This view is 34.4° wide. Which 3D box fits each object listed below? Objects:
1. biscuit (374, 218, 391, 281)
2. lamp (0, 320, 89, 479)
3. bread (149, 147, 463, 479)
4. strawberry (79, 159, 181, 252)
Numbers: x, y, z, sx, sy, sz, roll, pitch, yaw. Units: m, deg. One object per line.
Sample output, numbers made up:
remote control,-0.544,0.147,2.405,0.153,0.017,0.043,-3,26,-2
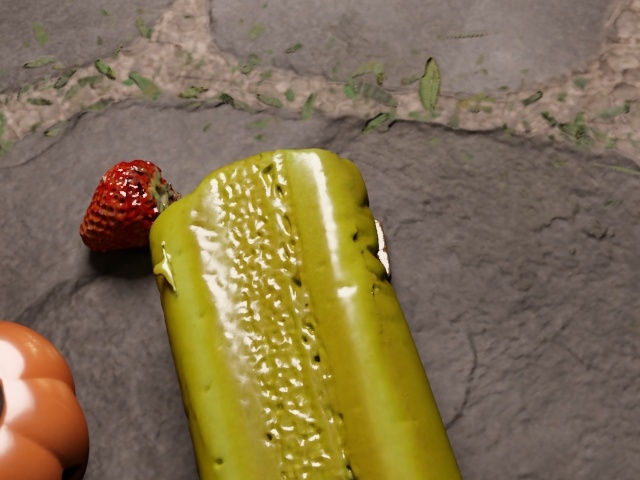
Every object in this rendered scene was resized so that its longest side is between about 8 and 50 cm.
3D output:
biscuit,0.000,0.000,0.798,0.130,0.019,0.119,34,73,22
lamp,-0.250,0.143,0.689,0.187,0.164,0.188,9,50,-11
bread,-0.003,0.119,0.683,0.166,0.112,0.384,-21,64,9
strawberry,-0.155,-0.024,0.810,0.083,0.073,0.073,-23,61,14
